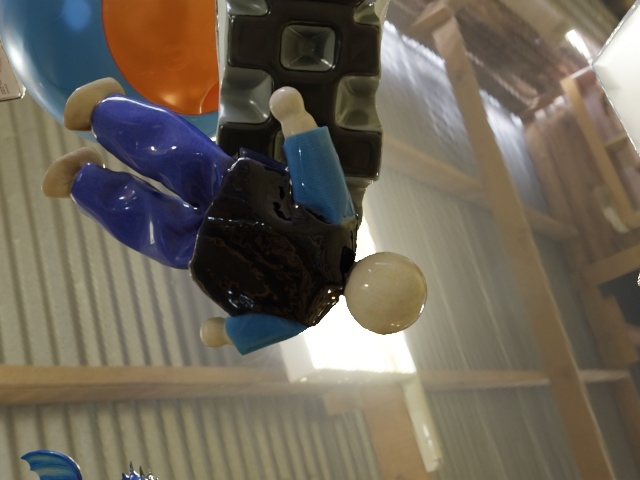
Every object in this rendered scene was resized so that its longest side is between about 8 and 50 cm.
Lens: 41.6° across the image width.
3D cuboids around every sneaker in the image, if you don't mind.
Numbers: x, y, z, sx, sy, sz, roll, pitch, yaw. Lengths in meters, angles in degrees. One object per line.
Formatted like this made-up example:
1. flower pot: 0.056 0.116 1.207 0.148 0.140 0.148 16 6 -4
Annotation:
1. sneaker: -0.008 -0.168 0.500 0.123 0.330 0.146 9 -161 -8

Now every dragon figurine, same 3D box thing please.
1. dragon figurine: -0.290 0.284 0.912 0.144 0.289 0.085 -65 -34 -28

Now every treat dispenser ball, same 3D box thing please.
1. treat dispenser ball: -0.171 -0.230 0.839 0.288 0.288 0.288 39 -144 -37

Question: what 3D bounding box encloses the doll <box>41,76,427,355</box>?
1. doll: -0.037 -0.012 0.389 0.189 0.129 0.046 28 -161 14

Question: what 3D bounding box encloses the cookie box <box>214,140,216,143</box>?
1. cookie box: -0.130 -0.180 1.217 0.040 0.107 0.092 47 -157 -4

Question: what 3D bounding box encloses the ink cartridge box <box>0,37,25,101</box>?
1. ink cartridge box: -0.535 -0.348 1.368 0.217 0.092 0.158 -101 3 -46

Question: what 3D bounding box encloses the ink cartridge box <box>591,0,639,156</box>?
1. ink cartridge box: 0.577 -0.254 1.188 0.197 0.270 0.198 108 143 -67

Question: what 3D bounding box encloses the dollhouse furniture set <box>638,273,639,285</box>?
1. dollhouse furniture set: 0.417 -0.005 0.918 0.101 0.181 0.161 -4 -159 -24
